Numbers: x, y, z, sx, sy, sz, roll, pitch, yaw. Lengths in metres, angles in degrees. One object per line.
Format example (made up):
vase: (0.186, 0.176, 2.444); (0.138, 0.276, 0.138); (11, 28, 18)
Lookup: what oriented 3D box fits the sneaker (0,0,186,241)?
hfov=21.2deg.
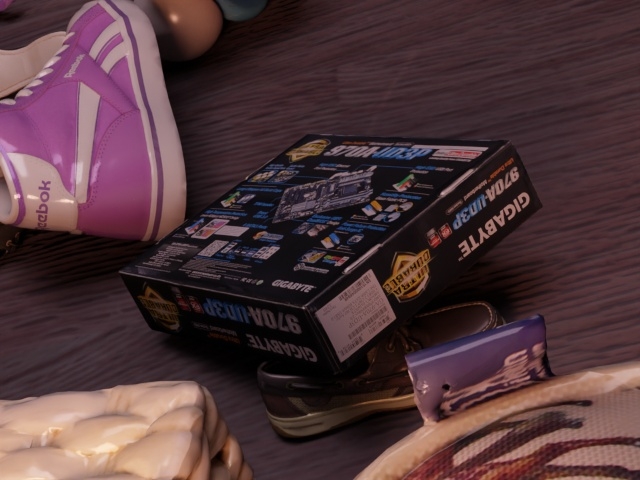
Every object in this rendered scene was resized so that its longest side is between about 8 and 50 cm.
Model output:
sneaker: (-0.198, -0.101, 1.253); (0.161, 0.102, 0.282); (-1, 32, -15)

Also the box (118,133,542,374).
box: (0.000, 0.000, 1.055); (0.175, 0.051, 0.220); (-38, 24, -27)

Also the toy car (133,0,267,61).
toy car: (-0.087, -0.242, 1.373); (0.136, 0.182, 0.159); (-1, 56, 3)

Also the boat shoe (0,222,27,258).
boat shoe: (-0.244, -0.003, 1.254); (0.142, 0.049, 0.040); (-28, 72, -20)

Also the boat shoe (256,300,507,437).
boat shoe: (0.036, 0.069, 1.000); (0.152, 0.049, 0.056); (-23, 37, 0)

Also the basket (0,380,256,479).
basket: (-0.167, 0.262, 0.682); (0.331, 0.266, 0.328); (-7, 38, 18)

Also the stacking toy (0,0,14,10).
stacking toy: (-0.331, -0.230, 1.586); (0.221, 0.052, 0.167); (11, 46, 40)

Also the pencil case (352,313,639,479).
pencil case: (0.086, 0.207, 0.517); (0.183, 0.410, 0.160); (5, 49, 14)

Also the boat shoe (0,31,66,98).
boat shoe: (-0.252, -0.144, 1.440); (0.125, 0.038, 0.046); (-18, 77, 15)
